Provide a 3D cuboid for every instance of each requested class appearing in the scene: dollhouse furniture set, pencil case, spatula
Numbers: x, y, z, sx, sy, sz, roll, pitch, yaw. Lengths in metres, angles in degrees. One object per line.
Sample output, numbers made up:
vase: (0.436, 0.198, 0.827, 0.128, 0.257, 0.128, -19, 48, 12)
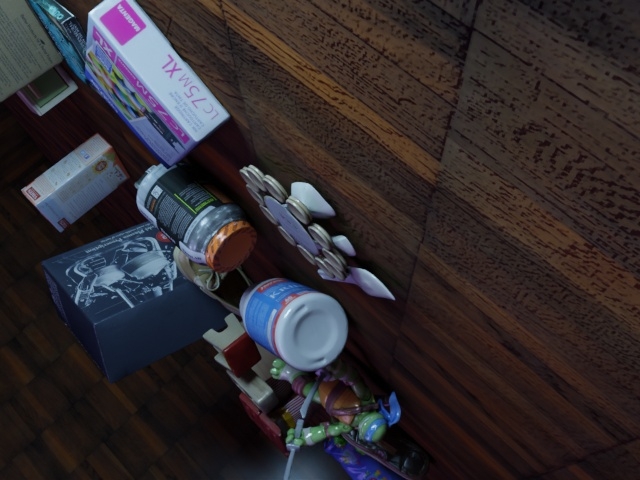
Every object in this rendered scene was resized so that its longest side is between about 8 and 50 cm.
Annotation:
dollhouse furniture set: (-0.080, 0.281, 1.426, 0.152, 0.201, 0.374, 36, 155, 34)
pencil case: (0.140, 0.639, 1.838, 0.306, 0.133, 0.119, 47, -163, 3)
spatula: (0.000, 0.000, 0.839, 0.168, 0.019, 0.242, 49, 168, -12)

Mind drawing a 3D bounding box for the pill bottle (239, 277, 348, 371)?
pill bottle: (-0.056, 0.129, 1.096, 0.124, 0.124, 0.222, 53, 162, -22)

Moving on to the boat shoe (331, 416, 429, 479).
boat shoe: (0.121, 0.428, 1.434, 0.257, 0.095, 0.095, 39, 169, 24)

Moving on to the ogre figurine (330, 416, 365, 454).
ogre figurine: (0.076, 0.454, 1.628, 0.197, 0.097, 0.118, 20, 135, 28)

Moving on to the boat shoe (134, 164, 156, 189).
boat shoe: (-0.352, -0.082, 1.448, 0.078, 0.070, 0.219, 40, 163, 23)

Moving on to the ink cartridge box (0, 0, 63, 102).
ink cartridge box: (-0.601, -0.366, 1.170, 0.088, 0.193, 0.234, 43, 163, 23)

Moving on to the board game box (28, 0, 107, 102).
board game box: (-0.407, -0.320, 1.090, 0.126, 0.026, 0.186, 40, 163, 26)

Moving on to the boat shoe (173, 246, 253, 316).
boat shoe: (-0.209, 0.082, 1.450, 0.089, 0.104, 0.285, 26, 165, 41)

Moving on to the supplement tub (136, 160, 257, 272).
supplement tub: (-0.199, -0.038, 1.071, 0.190, 0.117, 0.117, 40, 163, 26)

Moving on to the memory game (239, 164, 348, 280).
memory game: (-0.031, -0.020, 0.807, 0.186, 0.012, 0.186, 44, 167, 13)

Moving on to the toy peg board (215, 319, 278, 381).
toy peg board: (-0.152, 0.246, 1.614, 0.161, 0.161, 0.079, 53, -177, -22)

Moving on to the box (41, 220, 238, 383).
box: (-0.427, 0.121, 1.584, 0.313, 0.343, 0.178, 33, 137, 40)

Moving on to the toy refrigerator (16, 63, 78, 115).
toy refrigerator: (-0.626, -0.393, 1.340, 0.094, 0.102, 0.269, 25, 153, 52)

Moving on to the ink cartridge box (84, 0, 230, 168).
ink cartridge box: (-0.232, -0.193, 0.887, 0.185, 0.065, 0.311, 51, 166, -12)

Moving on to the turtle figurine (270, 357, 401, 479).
turtle figurine: (-0.022, 0.273, 1.190, 0.266, 0.275, 0.197, 42, 151, 49)

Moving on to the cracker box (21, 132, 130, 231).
cracker box: (-0.609, -0.144, 1.666, 0.067, 0.232, 0.155, 42, 163, 18)
